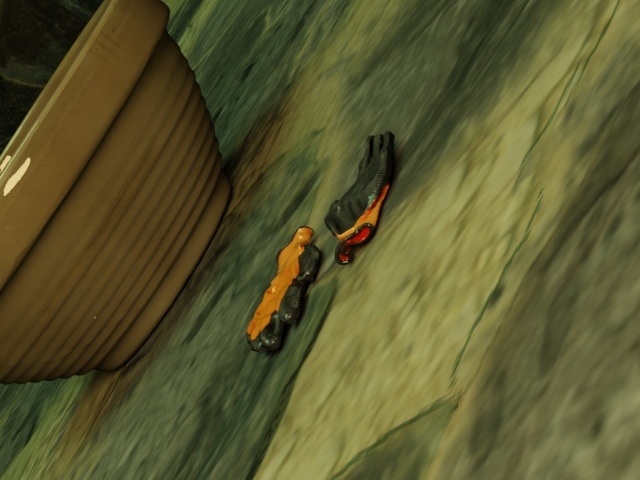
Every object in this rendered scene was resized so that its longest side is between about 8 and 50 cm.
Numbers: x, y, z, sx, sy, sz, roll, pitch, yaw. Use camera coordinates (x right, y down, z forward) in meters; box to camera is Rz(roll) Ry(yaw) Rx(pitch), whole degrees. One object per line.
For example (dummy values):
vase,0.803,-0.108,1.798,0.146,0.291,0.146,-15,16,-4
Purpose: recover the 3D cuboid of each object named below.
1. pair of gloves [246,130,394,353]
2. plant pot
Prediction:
pair of gloves,0.000,0.000,0.646,0.083,0.010,0.074,-50,13,29
plant pot,-0.123,-0.010,0.947,0.237,0.110,0.237,-53,12,17
